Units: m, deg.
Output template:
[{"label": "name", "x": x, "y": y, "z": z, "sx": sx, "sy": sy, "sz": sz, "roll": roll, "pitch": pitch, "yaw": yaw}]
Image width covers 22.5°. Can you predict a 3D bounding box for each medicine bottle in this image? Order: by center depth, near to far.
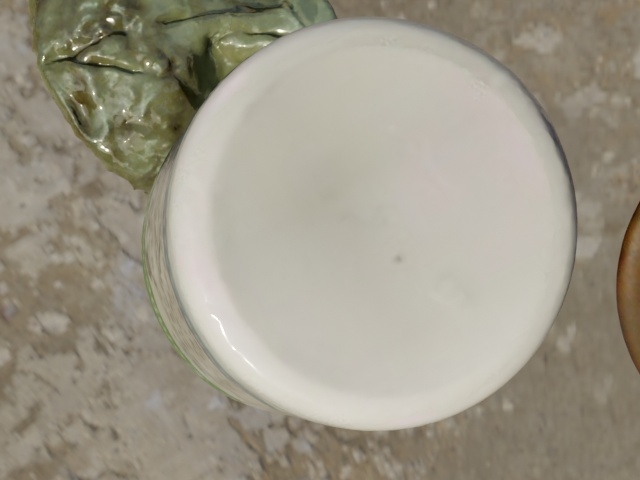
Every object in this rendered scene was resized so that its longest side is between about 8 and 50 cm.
[{"label": "medicine bottle", "x": 0.000, "y": 0.000, "z": 0.617, "sx": 0.139, "sy": 0.237, "sz": 0.139, "roll": 0, "pitch": 87, "yaw": -9}]

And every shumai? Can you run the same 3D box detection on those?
[{"label": "shumai", "x": -0.139, "y": -0.241, "z": 1.771, "sx": 0.288, "sy": 0.292, "sz": 0.329, "roll": -29, "pitch": 85, "yaw": 21}]

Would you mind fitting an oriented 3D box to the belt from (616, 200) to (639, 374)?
[{"label": "belt", "x": 0.268, "y": -0.030, "z": 0.560, "sx": 0.217, "sy": 0.339, "sz": 0.122, "roll": 53, "pitch": 40, "yaw": -9}]
